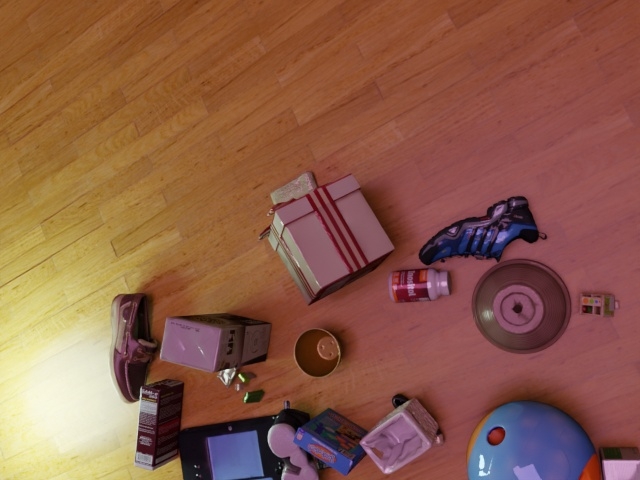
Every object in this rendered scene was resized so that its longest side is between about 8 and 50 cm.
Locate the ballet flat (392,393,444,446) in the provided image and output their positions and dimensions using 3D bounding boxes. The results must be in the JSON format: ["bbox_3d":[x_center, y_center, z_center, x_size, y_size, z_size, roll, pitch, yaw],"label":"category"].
[{"bbox_3d":[0.251,0.475,1.609,0.173,0.049,0.057,42,100,17],"label":"ballet flat"}]

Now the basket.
[{"bbox_3d":[0.203,0.493,1.561,0.113,0.103,0.167,49,118,7],"label":"basket"}]

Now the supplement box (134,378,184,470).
[{"bbox_3d":[-0.486,0.552,1.856,0.073,0.130,0.239,6,90,22],"label":"supplement box"}]

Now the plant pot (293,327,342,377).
[{"bbox_3d":[0.006,0.302,1.685,0.134,0.095,0.134,0,89,21],"label":"plant pot"}]

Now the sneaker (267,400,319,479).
[{"bbox_3d":[-0.059,0.565,1.676,0.101,0.153,0.268,-12,116,14],"label":"sneaker"}]

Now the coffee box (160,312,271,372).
[{"bbox_3d":[-0.277,0.275,1.690,0.168,0.297,0.118,9,89,22],"label":"coffee box"}]

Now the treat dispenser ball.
[{"bbox_3d":[0.477,0.511,1.392,0.288,0.288,0.288,0,89,22],"label":"treat dispenser ball"}]

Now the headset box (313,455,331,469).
[{"bbox_3d":[0.018,0.600,1.708,0.083,0.032,0.062,-18,82,21],"label":"headset box"}]

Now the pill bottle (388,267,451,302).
[{"bbox_3d":[0.259,0.116,1.595,0.152,0.086,0.086,-7,86,21],"label":"pill bottle"}]

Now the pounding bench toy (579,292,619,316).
[{"bbox_3d":[0.660,0.153,1.457,0.065,0.083,0.052,0,86,53],"label":"pounding bench toy"}]

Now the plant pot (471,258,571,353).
[{"bbox_3d":[0.483,0.164,1.494,0.237,0.110,0.237,0,90,22],"label":"plant pot"}]

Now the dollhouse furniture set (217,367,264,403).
[{"bbox_3d":[-0.234,0.415,1.817,0.152,0.059,0.076,39,111,37],"label":"dollhouse furniture set"}]

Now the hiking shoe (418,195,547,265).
[{"bbox_3d":[0.392,0.005,1.530,0.304,0.113,0.132,-28,78,19],"label":"hiking shoe"}]

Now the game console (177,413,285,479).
[{"bbox_3d":[-0.232,0.702,1.791,0.387,0.060,0.342,-14,84,20],"label":"game console"}]

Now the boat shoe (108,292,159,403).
[{"bbox_3d":[-0.568,0.331,1.902,0.123,0.123,0.342,-8,80,22],"label":"boat shoe"}]

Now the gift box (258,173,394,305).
[{"bbox_3d":[0.000,0.000,1.593,0.255,0.276,0.258,-26,80,-21],"label":"gift box"}]

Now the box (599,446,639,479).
[{"bbox_3d":[0.693,0.537,1.406,0.087,0.101,0.102,-6,87,21],"label":"box"}]

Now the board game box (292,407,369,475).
[{"bbox_3d":[0.042,0.520,1.606,0.160,0.210,0.047,27,99,21],"label":"board game box"}]

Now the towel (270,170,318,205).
[{"bbox_3d":[-0.068,-0.123,1.760,0.148,0.027,0.110,-29,80,18],"label":"towel"}]
